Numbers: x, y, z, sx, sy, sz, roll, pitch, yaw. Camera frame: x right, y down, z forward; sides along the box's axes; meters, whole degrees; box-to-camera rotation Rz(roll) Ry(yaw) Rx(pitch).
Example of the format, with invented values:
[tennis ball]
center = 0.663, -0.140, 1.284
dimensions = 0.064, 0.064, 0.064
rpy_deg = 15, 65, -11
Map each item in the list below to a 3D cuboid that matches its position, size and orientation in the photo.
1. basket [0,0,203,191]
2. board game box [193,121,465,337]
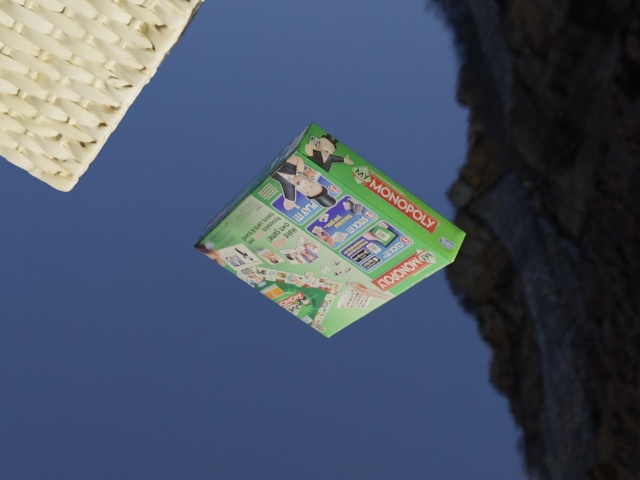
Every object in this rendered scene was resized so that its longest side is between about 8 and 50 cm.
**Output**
[basket]
center = -0.290, -0.280, 1.348
dimensions = 0.331, 0.328, 0.266
rpy_deg = 31, -138, -14
[board game box]
center = 0.000, 0.000, 1.522
dimensions = 0.214, 0.317, 0.046
rpy_deg = 35, -121, -12
